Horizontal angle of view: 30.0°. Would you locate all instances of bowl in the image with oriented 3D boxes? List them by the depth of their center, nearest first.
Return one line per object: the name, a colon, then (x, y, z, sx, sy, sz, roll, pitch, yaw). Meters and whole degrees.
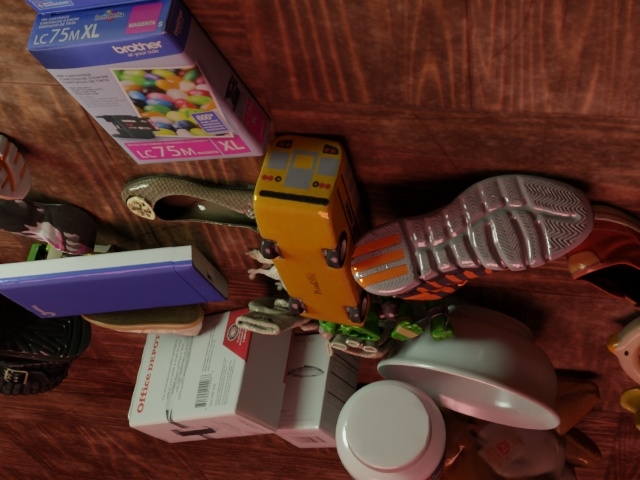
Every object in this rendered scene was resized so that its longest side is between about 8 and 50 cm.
bowl: (0.250, 0.188, 1.888, 0.298, 0.134, 0.298, 18, 164, 6)

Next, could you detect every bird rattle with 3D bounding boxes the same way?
bird rattle: (0.559, 0.189, 1.834, 0.207, 0.143, 0.253, 41, 140, -21)

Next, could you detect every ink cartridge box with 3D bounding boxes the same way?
ink cartridge box: (-0.205, -0.193, 1.393, 0.186, 0.065, 0.311, -2, 150, 23)
ink cartridge box: (-0.195, 0.243, 2.116, 0.273, 0.197, 0.114, -12, 146, 38)

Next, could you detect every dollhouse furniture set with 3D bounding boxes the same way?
dollhouse furniture set: (-0.400, 0.041, 1.936, 0.152, 0.058, 0.076, 5, 154, 10)

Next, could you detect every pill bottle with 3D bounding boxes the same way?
pill bottle: (0.116, 0.324, 1.935, 0.176, 0.176, 0.318, 6, 163, 8)

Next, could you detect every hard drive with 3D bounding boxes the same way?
hard drive: (-0.328, 0.069, 1.895, 0.319, 0.040, 0.210, -6, 161, 9)

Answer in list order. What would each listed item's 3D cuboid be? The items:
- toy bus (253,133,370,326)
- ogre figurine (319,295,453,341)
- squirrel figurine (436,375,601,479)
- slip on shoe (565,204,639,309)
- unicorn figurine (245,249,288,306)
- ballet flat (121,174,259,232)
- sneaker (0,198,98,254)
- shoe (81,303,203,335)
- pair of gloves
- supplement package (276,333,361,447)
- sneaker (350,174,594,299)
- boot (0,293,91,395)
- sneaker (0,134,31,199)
toy bus: (0.000, 0.000, 1.623, 0.108, 0.130, 0.332, 8, 155, 16)
ogre figurine: (0.103, 0.090, 1.792, 0.197, 0.118, 0.097, -11, 143, 33)
squirrel figurine: (0.321, 0.403, 2.241, 0.397, 0.281, 0.370, 7, 166, 14)
slip on shoe: (0.459, 0.054, 1.613, 0.331, 0.101, 0.123, 21, 150, -25)
unicorn figurine: (-0.038, 0.065, 1.856, 0.111, 0.060, 0.162, -10, 151, 43)
ballet flat: (-0.164, -0.045, 1.677, 0.250, 0.058, 0.084, 5, 153, 10)
sneaker: (-0.423, -0.032, 1.810, 0.178, 0.072, 0.077, 24, 174, -30)
shoe: (-0.311, 0.133, 2.072, 0.219, 0.076, 0.058, 7, 149, 2)
pair of gloves: (-0.001, 0.138, 1.892, 0.240, 0.042, 0.204, 10, -168, 7)
supplement package: (-0.007, 0.267, 2.118, 0.105, 0.179, 0.105, -8, 149, 32)
sneaker: (0.206, -0.001, 1.595, 0.321, 0.124, 0.180, -12, 170, 14)
boot: (-0.616, 0.188, 2.230, 0.348, 0.131, 0.260, 19, 153, -20)
sneaker: (-0.497, -0.117, 1.633, 0.215, 0.084, 0.083, 30, 151, -18)
